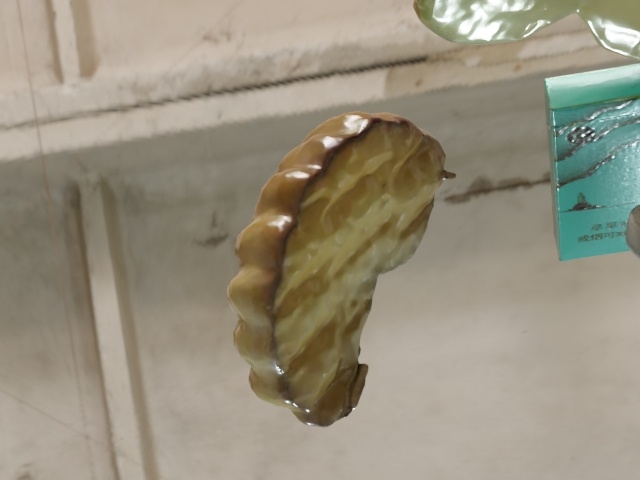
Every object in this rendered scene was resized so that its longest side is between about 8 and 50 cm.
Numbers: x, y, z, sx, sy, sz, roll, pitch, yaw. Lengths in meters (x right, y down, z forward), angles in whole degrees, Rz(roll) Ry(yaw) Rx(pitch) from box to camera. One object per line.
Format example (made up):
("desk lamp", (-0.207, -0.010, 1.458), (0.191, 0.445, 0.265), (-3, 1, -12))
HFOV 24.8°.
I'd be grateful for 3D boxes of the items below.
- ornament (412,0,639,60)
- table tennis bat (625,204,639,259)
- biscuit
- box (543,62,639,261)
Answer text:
("ornament", (0.159, -0.168, 0.785), (0.201, 0.180, 0.059), (8, -128, -9))
("table tennis bat", (0.305, 0.027, 0.802), (0.215, 0.329, 0.044), (4, -76, -25))
("biscuit", (0.000, 0.000, 0.796), (0.118, 0.061, 0.183), (45, -114, -44))
("box", (0.276, -0.067, 1.238), (0.160, 0.226, 0.042), (-10, -125, 5))
